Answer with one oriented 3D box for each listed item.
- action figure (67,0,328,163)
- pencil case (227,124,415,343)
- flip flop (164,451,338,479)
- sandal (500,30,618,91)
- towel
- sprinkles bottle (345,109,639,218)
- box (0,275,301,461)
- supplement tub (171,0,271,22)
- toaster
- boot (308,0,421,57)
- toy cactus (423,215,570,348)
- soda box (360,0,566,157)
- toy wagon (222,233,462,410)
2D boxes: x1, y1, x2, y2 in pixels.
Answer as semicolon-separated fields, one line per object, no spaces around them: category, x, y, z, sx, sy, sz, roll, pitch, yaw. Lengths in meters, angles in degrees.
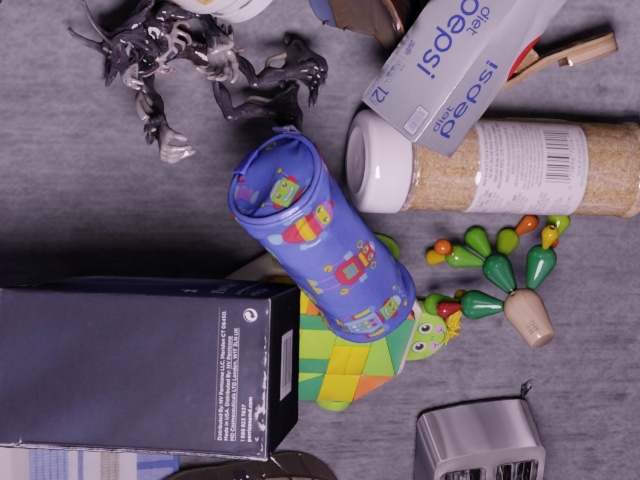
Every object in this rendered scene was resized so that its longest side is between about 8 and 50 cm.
action figure;-0.132;-0.178;1.611;0.275;0.141;0.164;11;136;-23
pencil case;0.000;0.000;1.694;0.119;0.133;0.306;-47;140;-7
flip flop;-0.100;0.361;2.082;0.277;0.112;0.080;-3;163;-21
sandal;0.220;-0.219;1.721;0.240;0.088;0.079;-19;99;-6
towel;-0.328;0.273;1.992;0.285;0.034;0.209;-4;127;-13
sprinkles bottle;0.212;-0.088;1.776;0.355;0.121;0.121;2;128;-15
box;-0.183;0.133;1.682;0.294;0.296;0.183;1;91;5
supplement tub;-0.136;-0.315;1.486;0.144;0.144;0.199;-44;134;21
toaster;0.224;0.308;2.105;0.168;0.110;0.186;-7;129;-9
boot;0.048;-0.261;1.648;0.106;0.082;0.219;2;144;18
toy cactus;0.233;0.047;1.852;0.219;0.180;0.112;-31;152;3
soda box;0.175;-0.233;1.614;0.286;0.091;0.098;-54;151;12
toy wagon;0.027;0.111;1.926;0.344;0.068;0.267;4;127;-16
